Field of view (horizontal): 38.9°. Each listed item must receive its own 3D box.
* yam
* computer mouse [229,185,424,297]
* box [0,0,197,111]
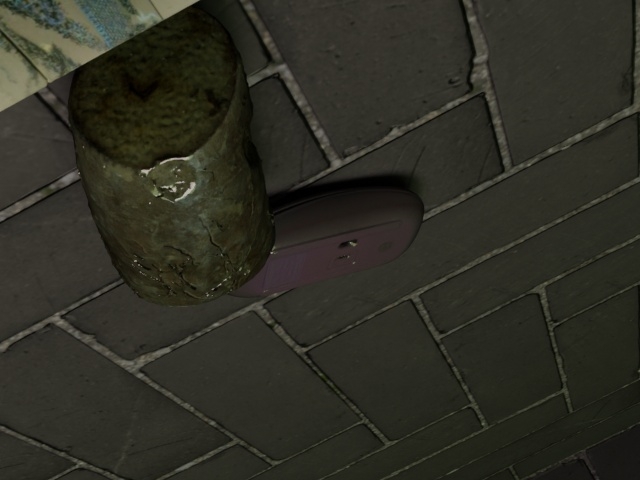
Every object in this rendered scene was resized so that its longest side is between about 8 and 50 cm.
[{"bbox_3d":[-0.114,-0.047,0.722,0.153,0.154,0.254,-18,150,-10],"label":"yam"},{"bbox_3d":[0.000,-0.001,0.944,0.232,0.057,0.120,-14,147,-22],"label":"computer mouse"},{"bbox_3d":[-0.169,-0.187,0.544,0.256,0.069,0.164,-28,148,5],"label":"box"}]
